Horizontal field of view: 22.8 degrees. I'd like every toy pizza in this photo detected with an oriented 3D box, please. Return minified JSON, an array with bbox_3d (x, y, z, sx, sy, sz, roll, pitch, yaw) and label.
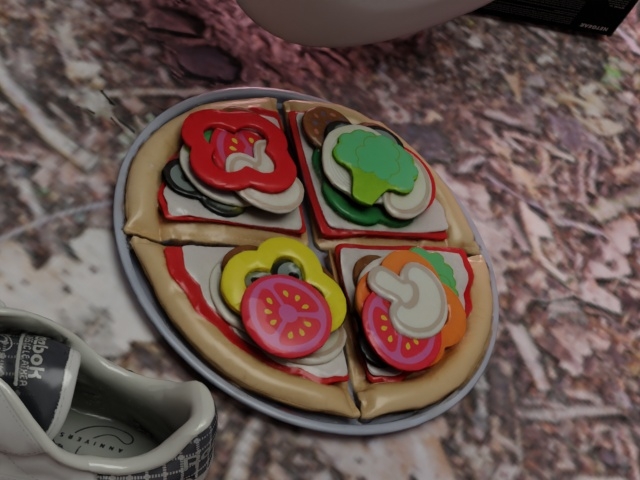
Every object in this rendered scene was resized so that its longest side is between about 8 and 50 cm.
[{"bbox_3d":[0.000,0.000,0.760,0.201,0.032,0.201,15,49,-18],"label":"toy pizza"}]

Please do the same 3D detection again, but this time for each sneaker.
[{"bbox_3d":[-0.154,0.052,0.594,0.235,0.095,0.090,17,50,-15],"label":"sneaker"}]

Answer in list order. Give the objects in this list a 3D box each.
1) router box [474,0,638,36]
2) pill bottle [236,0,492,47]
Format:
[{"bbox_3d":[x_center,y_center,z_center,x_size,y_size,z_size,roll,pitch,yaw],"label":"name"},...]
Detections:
[{"bbox_3d":[0.095,-0.197,0.958,0.179,0.046,0.133,7,52,-24],"label":"router box"},{"bbox_3d":[-0.014,-0.322,0.806,0.229,0.229,0.407,-12,68,-35],"label":"pill bottle"}]
